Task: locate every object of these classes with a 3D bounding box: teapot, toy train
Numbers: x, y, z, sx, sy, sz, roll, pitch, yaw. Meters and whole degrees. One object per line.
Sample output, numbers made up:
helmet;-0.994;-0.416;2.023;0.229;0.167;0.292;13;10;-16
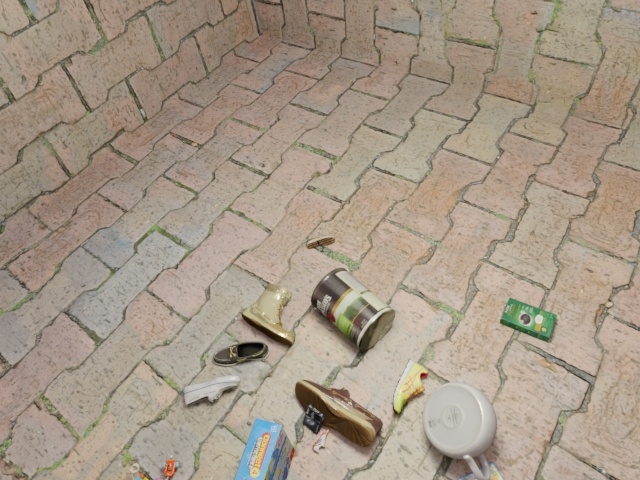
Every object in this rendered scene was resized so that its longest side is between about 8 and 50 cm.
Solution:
teapot;0.476;0.603;1.521;0.253;0.187;0.255;19;77;51
toy train;-0.571;0.816;1.594;0.167;0.046;0.125;-6;50;0

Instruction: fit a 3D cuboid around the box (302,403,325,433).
box;-0.024;0.631;1.633;0.067;0.083;0.018;29;29;27

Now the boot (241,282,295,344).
boot;-0.171;0.298;1.912;0.262;0.095;0.203;24;58;29

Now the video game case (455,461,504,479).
video game case;0.508;0.795;1.463;0.167;0.015;0.119;-22;52;-8

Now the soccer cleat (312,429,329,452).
soccer cleat;0.007;0.698;1.610;0.036;0.029;0.083;35;67;20

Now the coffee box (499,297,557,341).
coffee box;0.802;0.304;1.789;0.184;0.040;0.113;20;57;22

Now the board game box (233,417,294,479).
board game box;-0.183;0.748;1.419;0.086;0.308;0.301;9;55;13

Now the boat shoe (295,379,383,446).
boat shoe;0.064;0.590;1.647;0.342;0.123;0.123;21;28;31

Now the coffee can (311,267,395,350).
coffee can;0.127;0.265;1.820;0.202;0.201;0.275;-38;56;-20

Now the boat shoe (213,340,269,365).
boat shoe;-0.319;0.441;1.833;0.228;0.068;0.081;-9;51;1

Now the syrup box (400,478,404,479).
syrup box;0.223;0.863;1.403;0.096;0.093;0.237;28;61;26

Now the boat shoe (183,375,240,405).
boat shoe;-0.406;0.572;1.749;0.227;0.083;0.075;-17;62;10

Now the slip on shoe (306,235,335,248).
slip on shoe;0.000;0.000;2.150;0.136;0.051;0.041;-17;40;3

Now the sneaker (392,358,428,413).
sneaker;0.324;0.530;1.659;0.094;0.081;0.208;22;58;21
